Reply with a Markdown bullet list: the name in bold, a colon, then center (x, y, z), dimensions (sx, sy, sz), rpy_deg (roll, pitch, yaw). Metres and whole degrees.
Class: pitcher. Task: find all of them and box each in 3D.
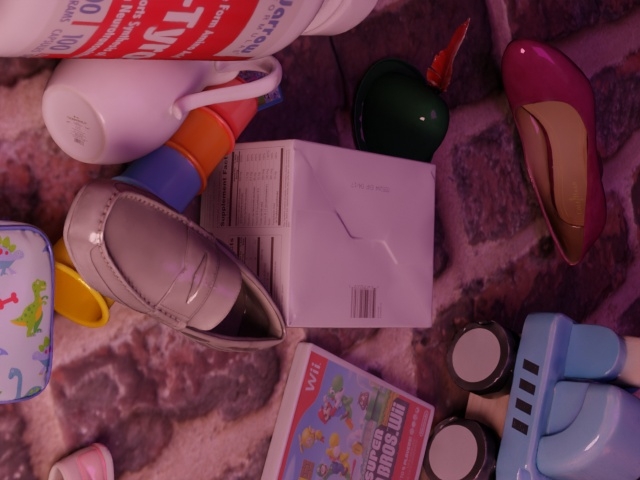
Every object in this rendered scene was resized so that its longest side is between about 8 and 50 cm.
- **pitcher**: center (-0.156, -0.153, 1.206), dimensions (0.207, 0.178, 0.125), rpy_deg (-41, 138, -42)

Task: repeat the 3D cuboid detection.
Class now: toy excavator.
- **toy excavator**: center (0.412, 0.192, 1.662), dimensions (0.222, 0.445, 0.432), rpy_deg (30, 68, -46)

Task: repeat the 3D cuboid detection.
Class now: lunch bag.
- **lunch bag**: center (-0.338, 0.062, 1.062), dimensions (0.219, 0.090, 0.176), rpy_deg (-2, 93, -49)

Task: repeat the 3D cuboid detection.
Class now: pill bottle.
- **pill bottle**: center (-0.135, -0.274, 1.081), dimensions (0.408, 0.229, 0.228), rpy_deg (-7, 96, -43)

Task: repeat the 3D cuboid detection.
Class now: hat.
- **hat**: center (0.160, -0.160, 1.564), dimensions (0.208, 0.184, 0.172), rpy_deg (19, 76, -48)

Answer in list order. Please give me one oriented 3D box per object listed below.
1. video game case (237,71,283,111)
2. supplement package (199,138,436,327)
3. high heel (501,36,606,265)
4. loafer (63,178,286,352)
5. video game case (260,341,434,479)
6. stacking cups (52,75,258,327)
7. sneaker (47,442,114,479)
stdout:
- **video game case**: center (-0.110, -0.218, 1.366), dimensions (0.119, 0.015, 0.166), rpy_deg (-27, 111, -35)
- **supplement package**: center (0.000, 0.000, 1.410), dimensions (0.262, 0.145, 0.204), rpy_deg (5, 86, -48)
- **high heel**: center (0.356, -0.131, 1.827), dimensions (0.377, 0.127, 0.181), rpy_deg (49, 45, -42)
- **loafer**: center (-0.127, 0.030, 1.150), dimensions (0.319, 0.112, 0.112), rpy_deg (41, 65, -60)
- **video game case**: center (0.041, 0.270, 1.554), dimensions (0.285, 0.025, 0.204), rpy_deg (31, 67, -45)
- **stacking cups**: center (-0.175, -0.058, 1.251), dimensions (0.096, 0.096, 0.316), rpy_deg (56, 50, -33)
- **sneaker**: center (-0.238, 0.275, 1.213), dimensions (0.070, 0.051, 0.134), rpy_deg (-13, 97, -47)
